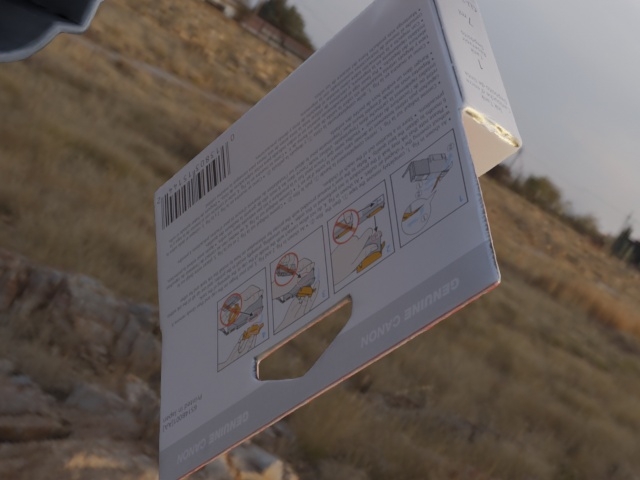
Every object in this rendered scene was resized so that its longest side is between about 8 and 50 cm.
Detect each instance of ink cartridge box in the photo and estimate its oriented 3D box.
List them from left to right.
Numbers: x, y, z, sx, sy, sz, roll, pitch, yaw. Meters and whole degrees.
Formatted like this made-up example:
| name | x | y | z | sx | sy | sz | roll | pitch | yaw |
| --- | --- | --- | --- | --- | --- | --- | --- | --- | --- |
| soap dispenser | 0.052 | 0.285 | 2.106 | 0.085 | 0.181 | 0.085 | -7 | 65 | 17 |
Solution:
| name | x | y | z | sx | sy | sz | roll | pitch | yaw |
| --- | --- | --- | --- | --- | --- | --- | --- | --- | --- |
| ink cartridge box | 0.000 | 0.000 | 0.674 | 0.066 | 0.296 | 0.261 | 25 | 43 | -37 |

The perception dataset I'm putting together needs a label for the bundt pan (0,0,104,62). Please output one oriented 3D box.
| name | x | y | z | sx | sy | sz | roll | pitch | yaw |
| --- | --- | --- | --- | --- | --- | --- | --- | --- | --- |
| bundt pan | -0.234 | -0.283 | 0.626 | 0.124 | 0.330 | 0.331 | 20 | 1 | 27 |
